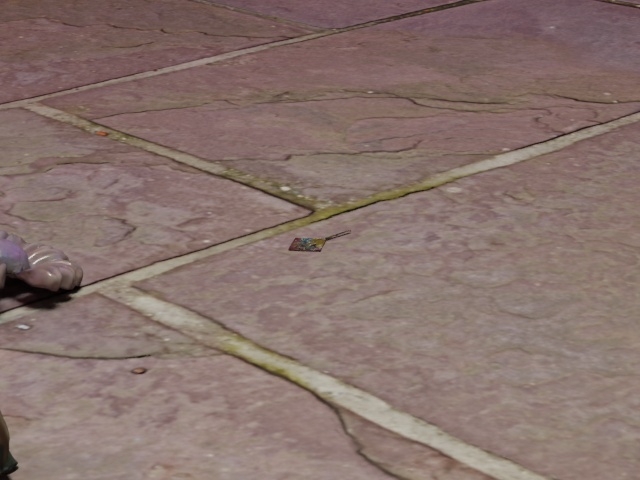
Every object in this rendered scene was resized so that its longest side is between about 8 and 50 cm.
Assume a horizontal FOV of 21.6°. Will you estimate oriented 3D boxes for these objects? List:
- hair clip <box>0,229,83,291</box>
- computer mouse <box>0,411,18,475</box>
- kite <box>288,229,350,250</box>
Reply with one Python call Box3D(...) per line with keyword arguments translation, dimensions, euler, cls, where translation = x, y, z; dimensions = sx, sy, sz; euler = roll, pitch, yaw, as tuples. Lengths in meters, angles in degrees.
Box3D(translation=(-0.388, 0.031, 1.633), dimensions=(0.300, 0.069, 0.173), euler=(-11, 22, -26), cls="hair clip")
Box3D(translation=(-0.353, 0.089, 1.319), dimensions=(0.115, 0.200, 0.389), euler=(-24, 26, -23), cls="computer mouse")
Box3D(translation=(-0.005, -0.001, 1.790), dimensions=(0.044, 0.002, 0.078), euler=(10, 25, 30), cls="kite")
